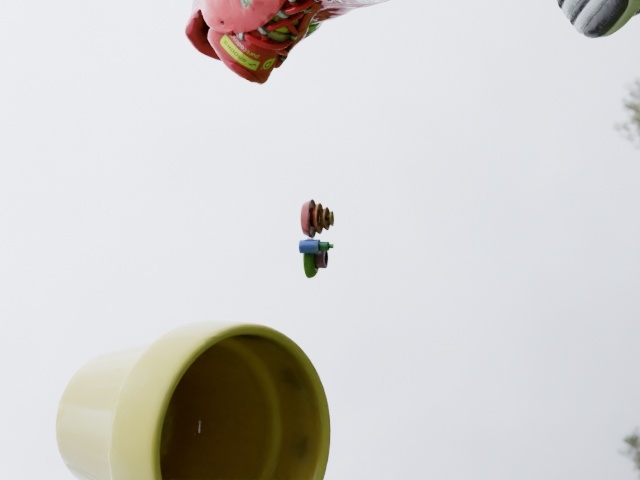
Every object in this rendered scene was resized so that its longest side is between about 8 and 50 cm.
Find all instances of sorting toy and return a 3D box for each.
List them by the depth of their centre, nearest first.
[{"bbox_3d":[0.000,0.000,1.657,0.061,0.042,0.102,-60,-33,-65],"label":"sorting toy"}]

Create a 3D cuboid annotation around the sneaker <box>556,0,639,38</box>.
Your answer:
[{"bbox_3d":[0.295,-0.262,0.978,0.162,0.106,0.281,-20,-13,-31],"label":"sneaker"}]

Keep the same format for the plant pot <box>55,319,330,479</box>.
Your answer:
[{"bbox_3d":[-0.159,0.211,1.478,0.254,0.239,0.254,0,-90,-46],"label":"plant pot"}]

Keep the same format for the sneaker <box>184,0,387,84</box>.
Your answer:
[{"bbox_3d":[-0.022,-0.167,0.955,0.107,0.279,0.118,28,-96,-21],"label":"sneaker"}]
